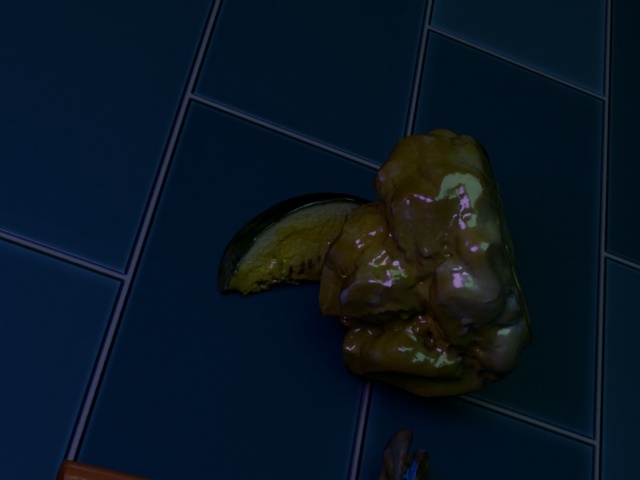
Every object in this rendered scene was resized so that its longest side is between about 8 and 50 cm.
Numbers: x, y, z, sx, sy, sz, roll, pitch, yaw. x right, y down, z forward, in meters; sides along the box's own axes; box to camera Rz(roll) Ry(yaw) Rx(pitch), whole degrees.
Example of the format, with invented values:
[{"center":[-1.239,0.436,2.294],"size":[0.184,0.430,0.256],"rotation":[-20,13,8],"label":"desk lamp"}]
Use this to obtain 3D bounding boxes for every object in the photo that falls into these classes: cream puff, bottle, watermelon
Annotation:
[{"center":[0.119,0.032,1.593],"size":[0.257,0.324,0.291],"rotation":[-18,41,8],"label":"cream puff"},{"center":[-0.200,0.292,1.396],"size":[0.187,0.069,0.069],"rotation":[15,52,-14],"label":"bottle"},{"center":[0.000,0.000,1.701],"size":[0.301,0.123,0.129],"rotation":[-3,90,-27],"label":"watermelon"}]

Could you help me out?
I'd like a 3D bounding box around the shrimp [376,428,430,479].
[{"center":[-0.015,0.383,1.405],"size":[0.221,0.110,0.445],"rotation":[36,53,14],"label":"shrimp"}]
